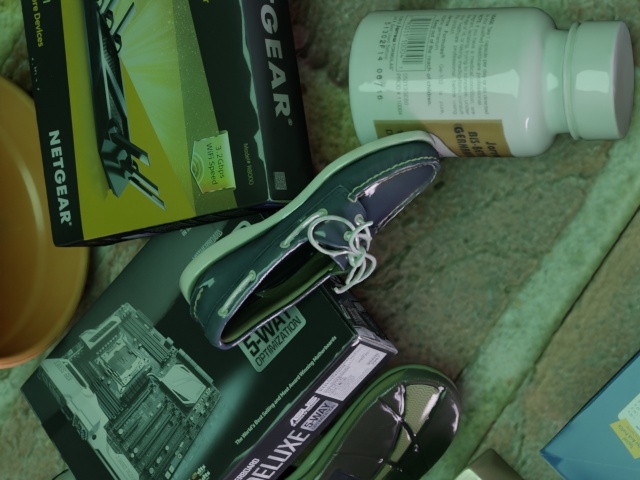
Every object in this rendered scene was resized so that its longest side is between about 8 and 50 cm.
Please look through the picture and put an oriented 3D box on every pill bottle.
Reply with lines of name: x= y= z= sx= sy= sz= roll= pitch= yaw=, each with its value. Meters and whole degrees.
pill bottle: x=0.150 y=-0.137 z=1.716 sx=0.229 sy=0.131 sz=0.131 roll=1 pitch=96 yaw=19

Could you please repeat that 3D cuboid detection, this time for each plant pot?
plant pot: x=-0.387 y=-0.007 z=1.854 sx=0.203 sy=0.291 sz=0.291 roll=-14 pitch=91 yaw=37

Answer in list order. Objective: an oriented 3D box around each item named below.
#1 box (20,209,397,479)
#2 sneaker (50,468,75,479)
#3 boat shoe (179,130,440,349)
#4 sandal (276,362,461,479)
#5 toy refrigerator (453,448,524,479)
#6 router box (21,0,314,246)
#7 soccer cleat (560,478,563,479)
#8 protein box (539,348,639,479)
box: x=-0.109 y=0.118 z=1.807 sx=0.307 sy=0.076 sz=0.242 roll=-47 pitch=56 yaw=15
sneaker: x=-0.177 y=0.329 z=1.895 sx=0.108 sy=0.100 sz=0.271 roll=-42 pitch=82 yaw=12
boat shoe: x=0.000 y=0.000 z=1.674 sx=0.254 sy=0.095 sz=0.079 roll=-31 pitch=55 yaw=-2
sandal: x=0.015 y=0.215 z=1.823 sx=0.120 sy=0.086 sz=0.303 roll=35 pitch=112 yaw=-27
toy refrigerator: x=0.091 y=0.324 z=1.802 sx=0.102 sy=0.094 sz=0.269 roll=45 pitch=108 yaw=9
router box: x=-0.144 y=-0.163 z=1.772 sx=0.243 sy=0.081 sz=0.309 roll=-12 pitch=84 yaw=31
soccer cleat: x=0.269 y=0.294 z=1.747 sx=0.068 sy=0.076 sz=0.196 roll=-41 pitch=82 yaw=18
protein box: x=0.334 y=0.171 z=1.680 sx=0.200 sy=0.136 sz=0.201 roll=45 pitch=107 yaw=9
